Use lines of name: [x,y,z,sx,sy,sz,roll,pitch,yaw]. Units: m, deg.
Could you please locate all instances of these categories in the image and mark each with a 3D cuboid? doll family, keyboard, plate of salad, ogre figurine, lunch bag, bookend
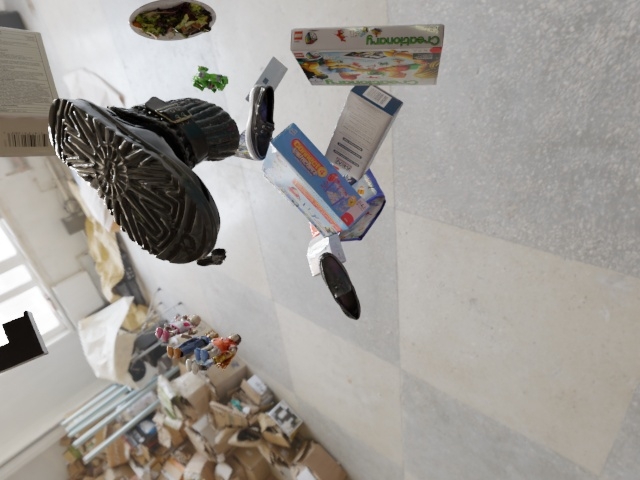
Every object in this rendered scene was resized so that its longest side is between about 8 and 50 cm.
doll family: [-0.336,0.304,1.210,0.263,0.163,0.118,16,106,32]
keyboard: [-0.188,-0.561,1.508,0.072,0.255,0.014,33,147,-17]
plate of salad: [-0.343,-0.507,0.997,0.200,0.200,0.048,-9,95,50]
ogre figurine: [-0.459,-0.656,1.740,0.197,0.118,0.096,48,122,52]
lunch bag: [0.136,-0.219,2.077,0.327,0.239,0.385,64,144,24]
bookend: [-1.004,0.333,1.374,0.156,0.157,0.072,64,155,5]

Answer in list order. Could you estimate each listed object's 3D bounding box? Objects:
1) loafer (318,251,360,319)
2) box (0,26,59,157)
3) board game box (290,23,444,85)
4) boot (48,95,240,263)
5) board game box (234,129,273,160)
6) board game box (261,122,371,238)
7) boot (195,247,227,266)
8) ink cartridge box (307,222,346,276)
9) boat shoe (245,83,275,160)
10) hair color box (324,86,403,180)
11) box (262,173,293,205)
loafer: [0.062,0.134,1.235,0.223,0.076,0.078,63,174,-17]
box: [-0.696,-0.345,0.972,0.310,0.148,0.121,62,141,25]
board game box: [0.106,-0.399,0.928,0.306,0.193,0.053,4,90,12]
boot: [-0.215,-0.123,0.675,0.348,0.260,0.131,43,122,17]
board game box: [-0.316,-0.433,1.913,0.171,0.141,0.048,18,149,34]
board game box: [-0.028,-0.156,1.237,0.308,0.086,0.302,47,168,-6]
boot: [-0.453,0.069,1.764,0.099,0.121,0.045,126,139,-54]
ink cartridge box: [0.000,0.000,1.569,0.189,0.066,0.232,-36,71,58]
boat shoe: [-0.170,-0.356,1.281,0.076,0.080,0.228,10,98,41]
hair color box: [0.148,-0.398,1.562,0.174,0.105,0.347,34,146,5]
box: [-0.090,-0.256,1.677,0.247,0.164,0.142,46,128,36]
